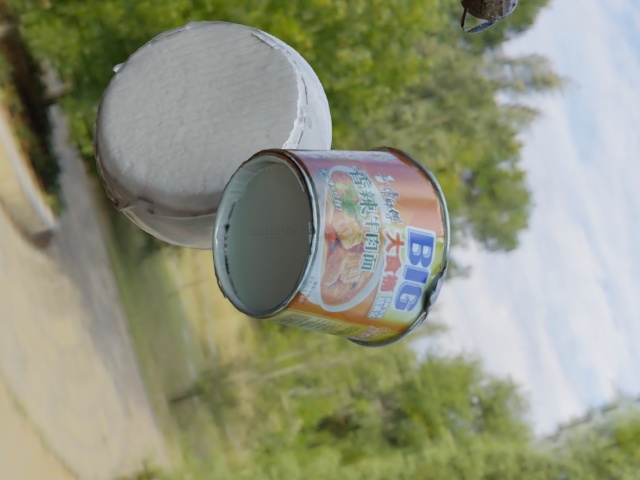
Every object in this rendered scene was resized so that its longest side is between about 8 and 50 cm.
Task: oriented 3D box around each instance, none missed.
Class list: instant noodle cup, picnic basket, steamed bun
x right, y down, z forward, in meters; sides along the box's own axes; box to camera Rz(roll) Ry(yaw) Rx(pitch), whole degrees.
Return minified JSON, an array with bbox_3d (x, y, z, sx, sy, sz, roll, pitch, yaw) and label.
[{"bbox_3d":[0.000,0.000,1.945,0.296,0.214,0.296,-10,-103,51],"label":"instant noodle cup"},{"bbox_3d":[0.198,-0.279,1.693,0.083,0.072,0.072,100,-23,-54],"label":"picnic basket"},{"bbox_3d":[-0.159,-0.150,2.260,0.241,0.374,0.374,57,13,-61],"label":"steamed bun"}]
